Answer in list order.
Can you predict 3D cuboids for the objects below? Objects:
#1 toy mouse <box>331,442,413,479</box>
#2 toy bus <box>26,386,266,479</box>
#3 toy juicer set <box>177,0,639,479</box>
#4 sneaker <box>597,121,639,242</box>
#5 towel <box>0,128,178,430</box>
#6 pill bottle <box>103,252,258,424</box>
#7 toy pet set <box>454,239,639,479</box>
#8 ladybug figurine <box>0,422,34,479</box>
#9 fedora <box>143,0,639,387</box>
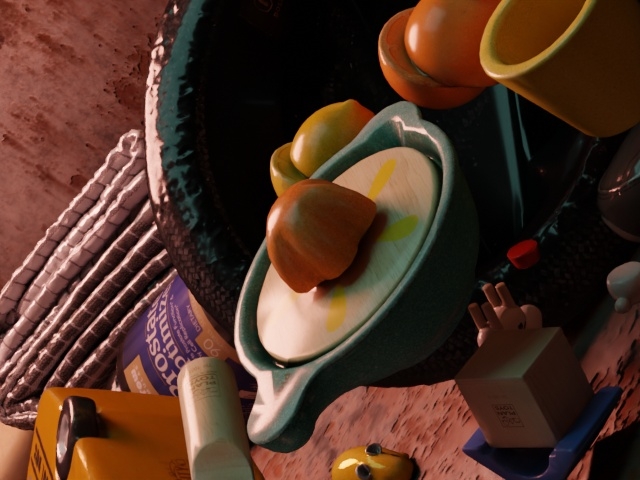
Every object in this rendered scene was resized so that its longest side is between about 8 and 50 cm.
[{"bbox_3d":[0.005,0.169,0.962,0.143,0.031,0.161,-60,11,-22],"label":"toy mouse"},{"bbox_3d":[-0.089,0.175,0.981,0.333,0.108,0.130,-135,55,-67],"label":"toy bus"},{"bbox_3d":[0.000,0.000,0.810,0.329,0.089,0.209,-54,27,-1],"label":"toy juicer set"},{"bbox_3d":[0.195,-0.123,0.798,0.267,0.106,0.101,-56,11,8],"label":"sneaker"},{"bbox_3d":[-0.141,0.048,1.550,0.283,0.121,0.235,-49,-25,17],"label":"towel"},{"bbox_3d":[-0.083,0.087,1.379,0.219,0.123,0.123,-46,14,45],"label":"pill bottle"},{"bbox_3d":[0.118,0.052,0.767,0.122,0.065,0.114,-7,30,46],"label":"toy pet set"},{"bbox_3d":[-0.301,0.291,1.630,0.305,0.162,0.449,-55,11,5],"label":"ladybug figurine"},{"bbox_3d":[0.063,-0.068,0.994,0.334,0.334,0.152,-57,-26,-5],"label":"fedora"}]
